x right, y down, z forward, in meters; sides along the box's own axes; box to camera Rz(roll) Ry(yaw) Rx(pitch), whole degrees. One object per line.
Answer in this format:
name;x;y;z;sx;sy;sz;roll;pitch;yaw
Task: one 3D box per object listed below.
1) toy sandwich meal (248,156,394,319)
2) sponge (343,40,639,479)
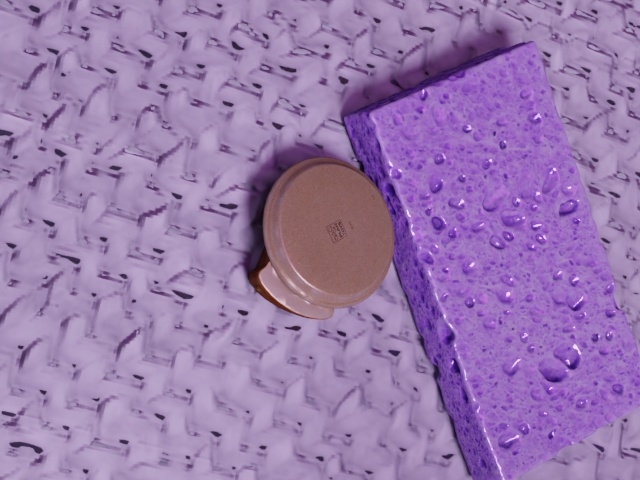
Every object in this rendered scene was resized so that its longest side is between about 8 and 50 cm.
toy sandwich meal;0.000;0.000;0.951;0.086;0.029;0.085;7;77;-31
sponge;0.097;0.010;1.005;0.117;0.031;0.210;-24;98;-31
